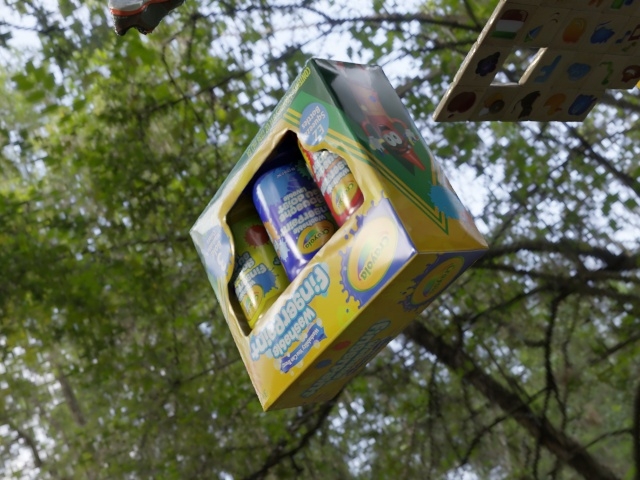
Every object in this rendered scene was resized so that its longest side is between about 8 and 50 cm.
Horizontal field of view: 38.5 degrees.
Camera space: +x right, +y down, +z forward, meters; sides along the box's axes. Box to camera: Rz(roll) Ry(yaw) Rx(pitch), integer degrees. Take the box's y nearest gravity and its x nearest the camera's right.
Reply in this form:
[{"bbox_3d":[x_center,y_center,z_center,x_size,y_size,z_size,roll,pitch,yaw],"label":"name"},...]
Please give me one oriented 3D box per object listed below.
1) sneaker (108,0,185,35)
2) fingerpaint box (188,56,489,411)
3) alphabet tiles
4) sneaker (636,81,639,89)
[{"bbox_3d":[-0.279,-0.366,1.471,0.158,0.061,0.065,-31,-45,-45],"label":"sneaker"},{"bbox_3d":[0.000,0.000,1.466,0.163,0.371,0.445,-2,-35,-40],"label":"fingerpaint box"},{"bbox_3d":[0.225,-0.178,0.773,0.237,0.009,0.198,-6,-41,-36],"label":"alphabet tiles"},{"bbox_3d":[0.392,-0.288,1.164,0.088,0.225,0.093,-38,-20,-5],"label":"sneaker"}]
